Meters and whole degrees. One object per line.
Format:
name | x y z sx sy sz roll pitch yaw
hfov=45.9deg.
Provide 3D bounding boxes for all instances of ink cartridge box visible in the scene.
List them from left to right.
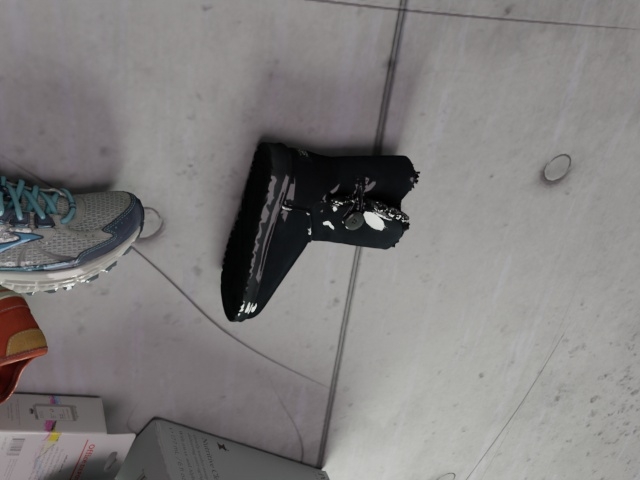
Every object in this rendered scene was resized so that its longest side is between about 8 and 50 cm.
ink cartridge box | -0.356 0.264 0.988 0.198 0.067 0.115 12 121 -32

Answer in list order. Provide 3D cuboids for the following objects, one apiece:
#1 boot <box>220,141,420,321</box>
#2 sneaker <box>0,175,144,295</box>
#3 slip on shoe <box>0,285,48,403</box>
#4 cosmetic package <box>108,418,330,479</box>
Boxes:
boot | 0.000 0.000 0.933 0.207 0.094 0.246 6 117 -26
sneaker | -0.319 -0.014 0.753 0.283 0.110 0.122 -15 128 -16
slip on shoe | -0.426 0.195 0.850 0.331 0.101 0.123 -48 167 13
cosmetic package | -0.123 0.439 1.151 0.156 0.217 0.385 -47 134 15
